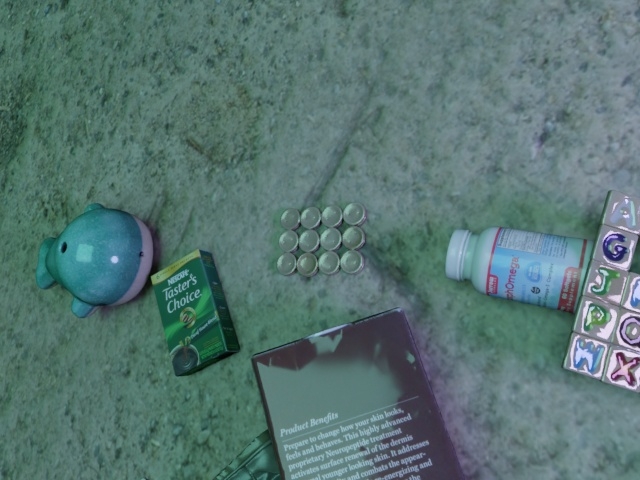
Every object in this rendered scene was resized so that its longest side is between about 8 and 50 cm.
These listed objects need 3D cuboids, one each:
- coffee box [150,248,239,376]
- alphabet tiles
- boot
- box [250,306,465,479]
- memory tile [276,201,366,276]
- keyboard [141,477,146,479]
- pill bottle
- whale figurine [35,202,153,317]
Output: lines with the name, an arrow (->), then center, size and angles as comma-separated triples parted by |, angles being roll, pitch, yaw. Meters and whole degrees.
coffee box -> -0.212, 0.119, 0.800 | 0.113, 0.040, 0.184 | -27, 68, 17
alphabet tiles -> 0.392, 0.074, 0.497 | 0.237, 0.009, 0.198 | 17, 85, 6
boot -> -0.063, 0.394, 0.656 | 0.190, 0.076, 0.208 | -47, 70, 10
box -> 0.066, 0.293, 0.549 | 0.191, 0.143, 0.382 | -18, 71, 0
memory tile -> 0.000, 0.000, 0.747 | 0.147, 0.012, 0.113 | -3, 77, 24
keyboard -> -0.214, 0.478, 0.730 | 0.256, 0.014, 0.072 | 31, 92, 27
pill bottle -> 0.240, 0.030, 0.584 | 0.160, 0.087, 0.087 | 10, 82, 27
whale figurine -> -0.438, 0.030, 0.872 | 0.271, 0.141, 0.217 | -3, 77, 25
